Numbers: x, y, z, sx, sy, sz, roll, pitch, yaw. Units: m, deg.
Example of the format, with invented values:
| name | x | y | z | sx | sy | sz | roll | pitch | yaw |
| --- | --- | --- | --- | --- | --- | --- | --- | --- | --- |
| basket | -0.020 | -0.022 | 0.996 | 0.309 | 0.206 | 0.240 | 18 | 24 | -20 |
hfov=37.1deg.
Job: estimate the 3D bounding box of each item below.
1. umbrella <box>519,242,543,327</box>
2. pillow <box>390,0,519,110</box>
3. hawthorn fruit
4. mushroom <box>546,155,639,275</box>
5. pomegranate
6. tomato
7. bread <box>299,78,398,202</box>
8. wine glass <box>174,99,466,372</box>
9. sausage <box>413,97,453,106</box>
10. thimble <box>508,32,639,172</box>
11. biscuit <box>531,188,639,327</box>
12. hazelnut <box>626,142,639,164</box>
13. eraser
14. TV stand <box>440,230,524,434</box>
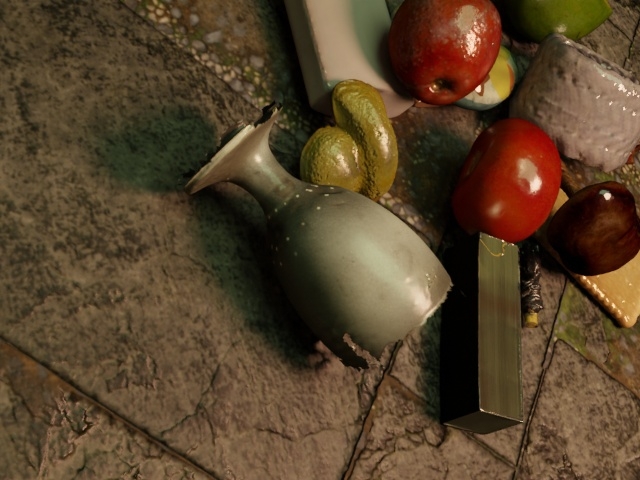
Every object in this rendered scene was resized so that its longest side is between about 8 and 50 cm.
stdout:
| name | x | y | z | sx | sy | sz | roll | pitch | yaw |
| --- | --- | --- | --- | --- | --- | --- | --- | --- | --- |
| umbrella | 0.327 | 0.068 | 1.485 | 0.040 | 0.037 | 0.144 | 33 | 50 | -33 |
| pillow | 0.214 | -0.306 | 1.551 | 0.233 | 0.086 | 0.214 | 36 | 40 | 4 |
| hawthorn fruit | 0.176 | -0.284 | 1.381 | 0.172 | 0.173 | 0.173 | 14 | 61 | -27 |
| mushroom | 0.395 | -0.067 | 1.491 | 0.218 | 0.148 | 0.227 | 65 | 5 | 33 |
| pomegranate | 0.413 | -0.444 | 1.723 | 0.190 | 0.159 | 0.241 | 52 | 23 | -12 |
| tomato | 0.283 | -0.085 | 1.434 | 0.136 | 0.195 | 0.195 | 25 | 55 | -6 |
| bread | 0.044 | -0.129 | 1.334 | 0.149 | 0.065 | 0.188 | -10 | 109 | -26 |
| wine glass | 0.000 | -0.003 | 1.211 | 0.357 | 0.190 | 0.190 | 46 | 51 | -7 |
| sausage | 0.191 | -0.230 | 1.546 | 0.116 | 0.026 | 0.026 | -8 | 73 | -35 |
| thimble | 0.436 | -0.224 | 1.576 | 0.245 | 0.157 | 0.217 | 3 | 34 | -48 |
| biscuit | 0.455 | 0.017 | 1.597 | 0.249 | 0.030 | 0.160 | 43 | 53 | -9 |
| hazelnut | 0.551 | -0.179 | 1.729 | 0.086 | 0.086 | 0.086 | 14 | 61 | -27 |
| eraser | 0.033 | -0.323 | 1.442 | 0.174 | 0.094 | 0.270 | 0 | 69 | -40 |
| TV stand | 0.228 | 0.129 | 1.358 | 0.082 | 0.088 | 0.270 | 19 | 59 | -24 |
